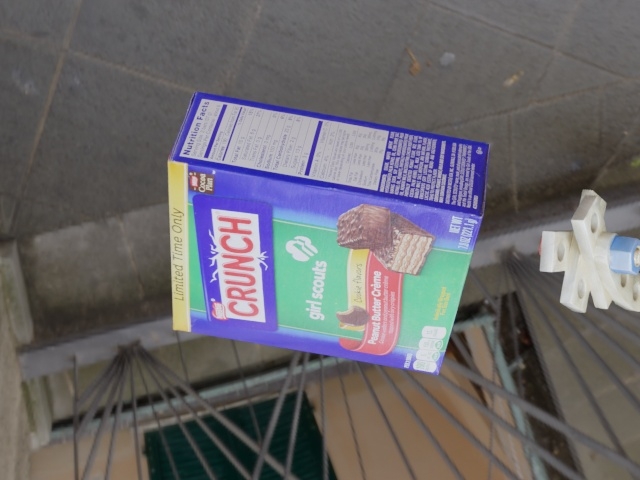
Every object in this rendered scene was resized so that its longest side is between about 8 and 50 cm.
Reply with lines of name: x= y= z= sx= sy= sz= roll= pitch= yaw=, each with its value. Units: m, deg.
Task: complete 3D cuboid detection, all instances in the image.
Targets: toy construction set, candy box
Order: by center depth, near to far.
toy construction set: x=0.346 y=0.057 z=0.802 sx=0.215 sy=0.327 sz=0.151 roll=-27 pitch=130 yaw=-47
candy box: x=0.000 y=0.000 z=1.053 sx=0.317 sy=0.122 sz=0.268 roll=11 pitch=136 yaw=4
